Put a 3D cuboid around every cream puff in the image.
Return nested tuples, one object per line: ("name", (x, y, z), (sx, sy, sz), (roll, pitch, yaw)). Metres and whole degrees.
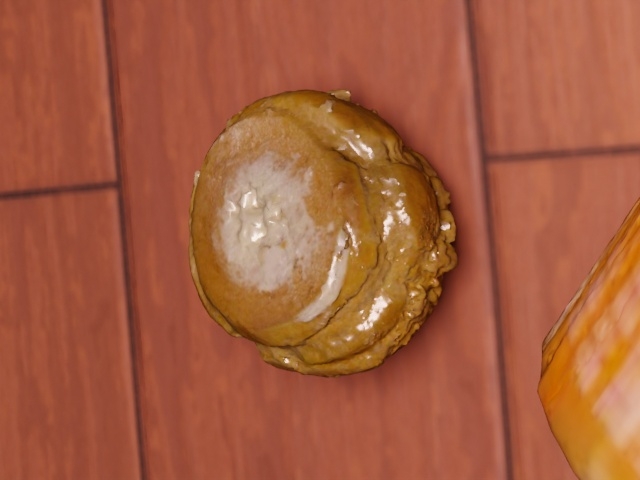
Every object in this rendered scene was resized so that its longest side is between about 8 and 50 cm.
("cream puff", (0.004, -0.001, 0.897), (0.126, 0.103, 0.144), (-44, 52, 27))

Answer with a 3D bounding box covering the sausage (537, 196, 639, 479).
("sausage", (0.237, -0.010, 0.606), (0.233, 0.233, 0.287), (43, 120, 28))
